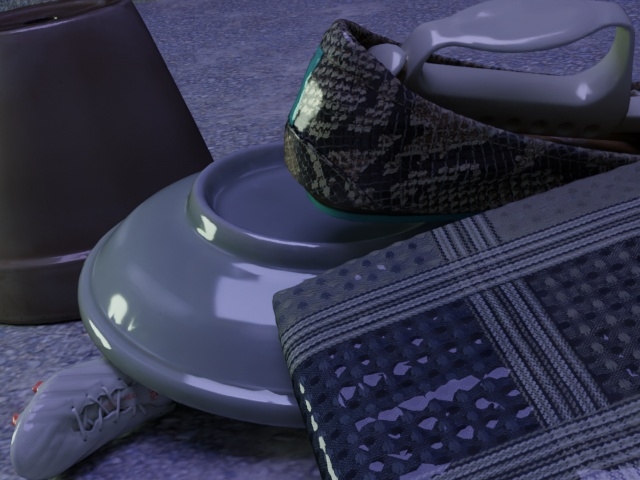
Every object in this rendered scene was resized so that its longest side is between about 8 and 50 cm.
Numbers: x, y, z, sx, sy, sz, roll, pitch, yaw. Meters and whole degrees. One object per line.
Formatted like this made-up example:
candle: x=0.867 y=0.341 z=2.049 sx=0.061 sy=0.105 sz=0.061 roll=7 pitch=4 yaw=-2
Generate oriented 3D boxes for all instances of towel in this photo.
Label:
towel: x=0.151 y=0.081 z=0.673 sx=0.324 sy=0.056 sz=0.312 roll=-20 pitch=36 yaw=-3

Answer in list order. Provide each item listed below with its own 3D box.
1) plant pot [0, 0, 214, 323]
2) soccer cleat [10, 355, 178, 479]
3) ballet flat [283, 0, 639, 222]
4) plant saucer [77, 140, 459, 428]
plant pot: x=-0.261 y=-0.104 z=1.184 sx=0.323 sy=0.280 sz=0.323 roll=-8 pitch=21 yaw=3
soccer cleat: x=-0.157 y=0.119 z=0.851 sx=0.076 sy=0.068 sz=0.196 roll=4 pitch=22 yaw=27
ballet flat: x=0.217 y=-0.091 z=0.851 sx=0.483 sy=0.182 sz=0.164 roll=4 pitch=35 yaw=-16
plant saucer: x=0.000 y=0.000 z=0.926 sx=0.401 sy=0.100 sz=0.400 roll=1 pitch=28 yaw=-1
